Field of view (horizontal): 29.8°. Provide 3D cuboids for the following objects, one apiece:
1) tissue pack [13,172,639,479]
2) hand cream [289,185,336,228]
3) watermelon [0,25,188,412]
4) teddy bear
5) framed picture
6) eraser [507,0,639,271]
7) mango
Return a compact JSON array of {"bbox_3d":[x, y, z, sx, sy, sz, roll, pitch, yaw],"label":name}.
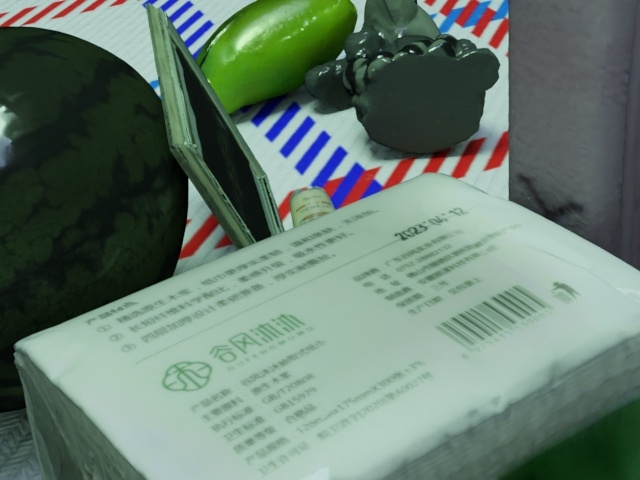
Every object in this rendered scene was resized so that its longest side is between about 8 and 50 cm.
[{"bbox_3d":[0.026,0.116,0.769,0.357,0.193,0.266,-23,36,-29],"label":"tissue pack"},{"bbox_3d":[0.000,0.000,1.104,0.061,0.039,0.143,-8,37,-10],"label":"hand cream"},{"bbox_3d":[-0.246,-0.016,0.927,0.279,0.278,0.359,5,35,14],"label":"watermelon"},{"bbox_3d":[0.071,-0.193,1.301,0.171,0.144,0.251,-22,32,-6],"label":"teddy bear"},{"bbox_3d":[-0.079,-0.065,1.044,0.018,0.231,0.293,-28,34,5],"label":"framed picture"},{"bbox_3d":[0.262,-0.081,0.898,0.272,0.359,0.122,-25,37,-30],"label":"eraser"},{"bbox_3d":[-0.060,-0.216,1.377,0.233,0.125,0.111,-39,69,-13],"label":"mango"}]
